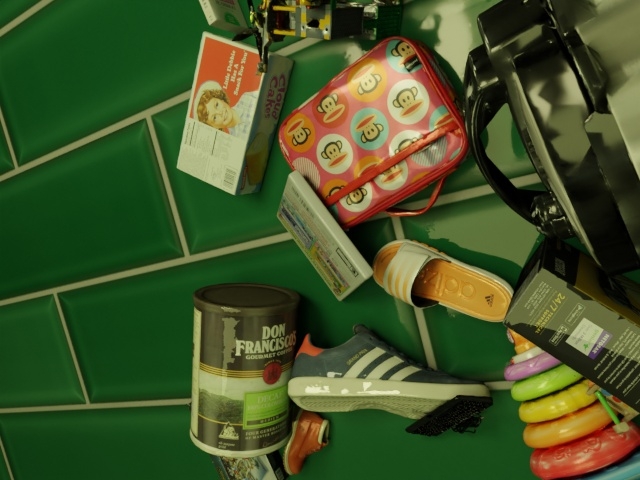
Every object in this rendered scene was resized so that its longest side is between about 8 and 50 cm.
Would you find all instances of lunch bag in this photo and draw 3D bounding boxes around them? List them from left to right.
[{"bbox_3d":[0.098,-0.154,0.844,0.293,0.120,0.258,-31,90,31],"label":"lunch bag"}]

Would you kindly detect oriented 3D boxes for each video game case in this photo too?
[{"bbox_3d":[0.000,0.000,0.904,0.212,0.023,0.193,53,161,8],"label":"video game case"}]

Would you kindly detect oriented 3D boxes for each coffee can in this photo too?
[{"bbox_3d":[-0.146,0.236,0.982,0.201,0.201,0.276,7,99,26],"label":"coffee can"}]

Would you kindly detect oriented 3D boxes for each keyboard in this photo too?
[{"bbox_3d":[0.225,0.308,0.858,0.192,0.100,0.038,118,154,-52],"label":"keyboard"}]

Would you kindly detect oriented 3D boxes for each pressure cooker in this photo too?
[{"bbox_3d":[0.374,-0.162,0.548,0.420,0.375,0.370,-24,92,28],"label":"pressure cooker"}]

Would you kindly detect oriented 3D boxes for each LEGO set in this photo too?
[{"bbox_3d":[-0.008,-0.403,0.747,0.192,0.331,0.255,16,128,25],"label":"LEGO set"}]

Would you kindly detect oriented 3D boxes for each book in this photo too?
[{"bbox_3d":[-0.196,-0.456,0.936,0.035,0.096,0.144,-23,90,29],"label":"book"}]

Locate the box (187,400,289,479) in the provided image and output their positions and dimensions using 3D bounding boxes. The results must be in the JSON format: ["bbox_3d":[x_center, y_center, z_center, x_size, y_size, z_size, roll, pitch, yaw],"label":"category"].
[{"bbox_3d":[-0.188,0.448,1.152,0.159,0.044,0.233,-25,89,29],"label":"box"}]

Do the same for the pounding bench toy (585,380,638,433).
[{"bbox_3d":[0.387,0.203,0.674,0.065,0.083,0.052,36,153,25],"label":"pounding bench toy"}]

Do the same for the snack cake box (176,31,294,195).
[{"bbox_3d":[-0.167,-0.237,0.972,0.152,0.089,0.265,26,111,22],"label":"snack cake box"}]

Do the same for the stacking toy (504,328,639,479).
[{"bbox_3d":[0.349,0.217,0.777,0.165,0.175,0.302,-27,73,12],"label":"stacking toy"}]

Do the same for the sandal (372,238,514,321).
[{"bbox_3d":[0.181,0.065,0.836,0.265,0.076,0.102,16,106,40],"label":"sandal"}]

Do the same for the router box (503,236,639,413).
[{"bbox_3d":[0.370,0.103,0.640,0.242,0.308,0.081,34,110,16],"label":"router box"}]

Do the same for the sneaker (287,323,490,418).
[{"bbox_3d":[0.119,0.225,0.912,0.349,0.148,0.131,2,145,8],"label":"sneaker"}]

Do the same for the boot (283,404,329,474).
[{"bbox_3d":[-0.028,0.427,1.060,0.084,0.059,0.158,16,106,19],"label":"boot"}]
